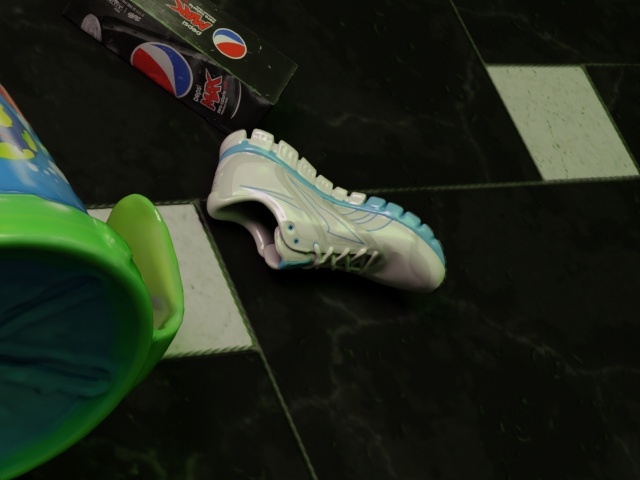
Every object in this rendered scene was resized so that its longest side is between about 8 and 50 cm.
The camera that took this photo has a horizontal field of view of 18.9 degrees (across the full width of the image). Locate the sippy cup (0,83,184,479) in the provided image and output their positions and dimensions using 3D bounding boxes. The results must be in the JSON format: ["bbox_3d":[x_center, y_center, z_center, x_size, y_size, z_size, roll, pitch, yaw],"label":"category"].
[{"bbox_3d":[-0.241,-0.002,1.108,0.224,0.240,0.305,61,6,35],"label":"sippy cup"}]

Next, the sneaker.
[{"bbox_3d":[0.000,0.000,1.394,0.190,0.071,0.083,27,50,-4],"label":"sneaker"}]

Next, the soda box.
[{"bbox_3d":[-0.104,-0.150,1.439,0.169,0.053,0.060,36,43,-6],"label":"soda box"}]
